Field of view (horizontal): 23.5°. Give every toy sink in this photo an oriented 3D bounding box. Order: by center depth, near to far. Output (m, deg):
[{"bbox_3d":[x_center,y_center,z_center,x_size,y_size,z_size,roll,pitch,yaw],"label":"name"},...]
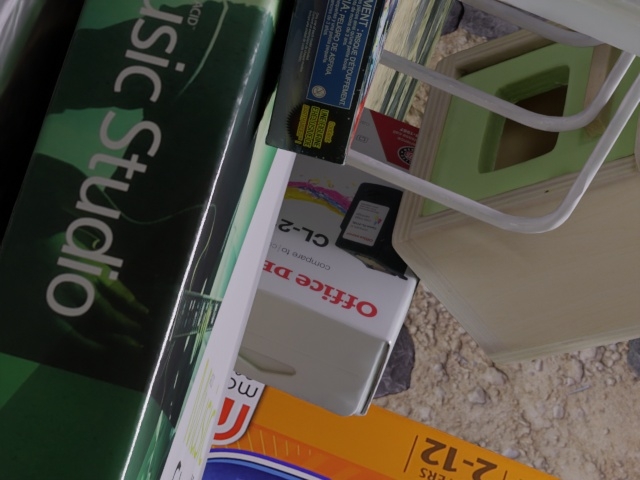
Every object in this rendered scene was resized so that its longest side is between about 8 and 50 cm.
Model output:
[{"bbox_3d":[0.176,-0.047,0.844,0.234,0.131,0.153,-15,-138,35],"label":"toy sink"}]

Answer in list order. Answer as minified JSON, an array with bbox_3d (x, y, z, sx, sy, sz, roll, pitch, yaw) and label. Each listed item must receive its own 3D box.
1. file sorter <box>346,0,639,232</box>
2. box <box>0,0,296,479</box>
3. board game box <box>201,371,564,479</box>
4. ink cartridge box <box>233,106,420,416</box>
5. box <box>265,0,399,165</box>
[{"bbox_3d":[0.091,-0.176,0.754,0.173,0.193,0.278,111,3,-57],"label":"file sorter"},{"bbox_3d":[-0.060,0.030,0.511,0.232,0.058,0.322,95,10,-77],"label":"box"},{"bbox_3d":[-0.005,0.345,1.023,0.356,0.356,0.356,106,7,-58],"label":"board game box"},{"bbox_3d":[0.000,0.000,0.902,0.072,0.127,0.175,109,4,-45],"label":"ink cartridge box"},{"bbox_3d":[0.017,-0.099,0.479,0.137,0.027,0.094,-72,177,-52],"label":"box"}]
